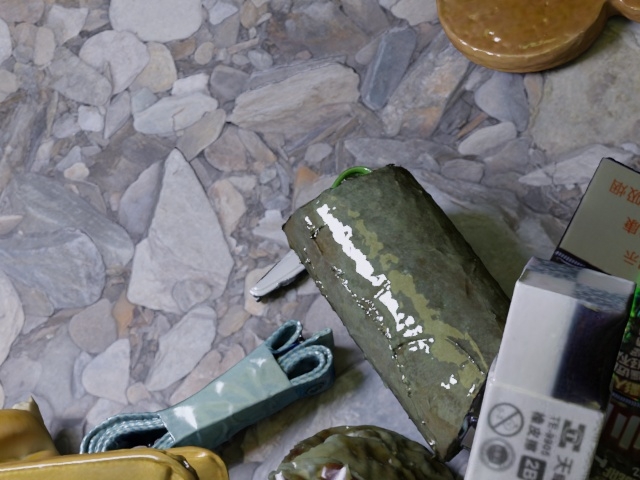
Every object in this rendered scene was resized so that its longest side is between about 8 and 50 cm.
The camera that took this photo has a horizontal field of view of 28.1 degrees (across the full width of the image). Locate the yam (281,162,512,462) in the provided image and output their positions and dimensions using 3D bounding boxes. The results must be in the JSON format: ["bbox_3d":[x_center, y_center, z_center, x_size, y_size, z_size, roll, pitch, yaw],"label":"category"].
[{"bbox_3d":[0.101,0.066,1.337,0.168,0.168,0.304,-35,68,-3],"label":"yam"}]

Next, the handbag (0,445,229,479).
[{"bbox_3d":[-0.206,0.389,1.174,0.283,0.133,0.400,-8,90,6],"label":"handbag"}]

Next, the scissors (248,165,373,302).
[{"bbox_3d":[0.000,0.000,1.481,0.204,0.027,0.101,-38,61,-6],"label":"scissors"}]

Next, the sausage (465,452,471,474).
[{"bbox_3d":[0.278,0.232,1.250,0.271,0.109,0.108,1,66,11],"label":"sausage"}]

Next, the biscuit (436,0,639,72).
[{"bbox_3d":[0.305,-0.336,1.546,0.355,0.052,0.275,-39,62,-4],"label":"biscuit"}]

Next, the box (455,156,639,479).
[{"bbox_3d":[0.283,0.095,1.196,0.198,0.084,0.310,28,67,8],"label":"box"}]

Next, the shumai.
[{"bbox_3d":[0.039,0.281,1.238,0.189,0.218,0.255,-28,61,11],"label":"shumai"}]

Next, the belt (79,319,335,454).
[{"bbox_3d":[-0.117,0.177,1.383,0.302,0.072,0.087,-29,62,-11],"label":"belt"}]

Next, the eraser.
[{"bbox_3d":[0.165,0.221,1.069,0.098,0.096,0.403,16,107,14],"label":"eraser"}]

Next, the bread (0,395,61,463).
[{"bbox_3d":[-0.382,0.330,1.324,0.316,0.211,0.270,-36,63,0],"label":"bread"}]
